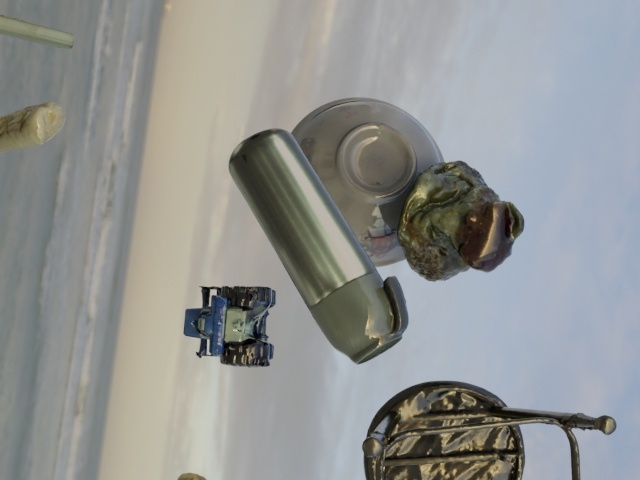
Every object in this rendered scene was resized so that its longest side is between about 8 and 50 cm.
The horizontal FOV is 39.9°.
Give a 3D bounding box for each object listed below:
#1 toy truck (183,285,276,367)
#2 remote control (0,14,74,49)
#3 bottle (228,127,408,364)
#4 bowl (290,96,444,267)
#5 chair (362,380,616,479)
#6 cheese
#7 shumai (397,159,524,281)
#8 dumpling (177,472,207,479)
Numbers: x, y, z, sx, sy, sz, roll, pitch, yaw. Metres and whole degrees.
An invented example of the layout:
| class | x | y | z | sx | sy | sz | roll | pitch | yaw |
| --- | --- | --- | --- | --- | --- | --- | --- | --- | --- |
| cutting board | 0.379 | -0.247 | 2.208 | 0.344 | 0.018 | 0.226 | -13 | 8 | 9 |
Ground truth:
| class | x | y | z | sx | sy | sz | roll | pitch | yaw |
| --- | --- | --- | --- | --- | --- | --- | --- | --- | --- |
| toy truck | -0.129 | 0.122 | 1.279 | 0.208 | 0.126 | 0.113 | 82 | 11 | -85 |
| remote control | -0.569 | -0.389 | 1.600 | 0.098 | 0.233 | 0.038 | 25 | -76 | 54 |
| bottle | 0.000 | 0.000 | 0.888 | 0.096 | 0.079 | 0.253 | -38 | -107 | 26 |
| bowl | 0.093 | -0.130 | 1.648 | 0.157 | 0.346 | 0.345 | 123 | -27 | -76 |
| chair | 0.243 | 0.421 | 1.459 | 0.410 | 0.365 | 0.361 | -117 | -158 | -84 |
| cheese | -0.400 | -0.143 | 1.151 | 0.194 | 0.043 | 0.065 | -6 | -145 | 43 |
| shumai | 0.271 | -0.014 | 1.536 | 0.272 | 0.204 | 0.222 | -10 | 114 | -57 |
| dumpling | -0.211 | 0.417 | 1.463 | 0.076 | 0.052 | 0.057 | 134 | -38 | -60 |
